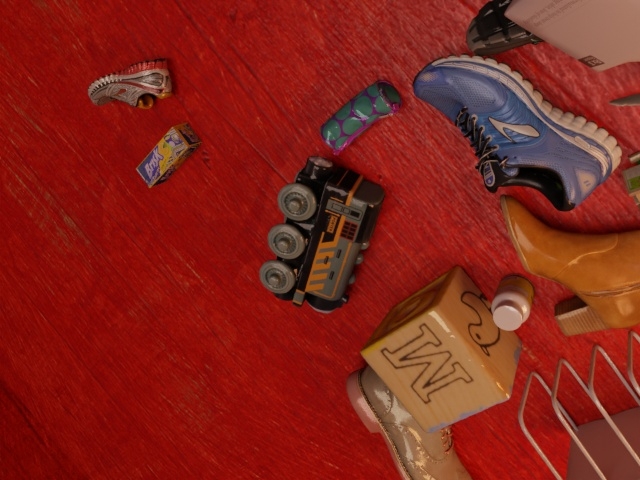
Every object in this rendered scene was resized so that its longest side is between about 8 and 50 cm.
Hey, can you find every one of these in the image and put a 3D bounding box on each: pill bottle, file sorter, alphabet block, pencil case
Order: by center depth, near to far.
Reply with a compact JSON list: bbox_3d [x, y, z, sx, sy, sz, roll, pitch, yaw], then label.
[{"bbox_3d":[0.496,0.273,0.878,0.278,0.193,0.173,-37,88,34],"label":"file sorter"},{"bbox_3d":[0.337,0.110,0.936,0.065,0.116,0.065,11,116,24],"label":"pill bottle"},{"bbox_3d":[0.072,-0.224,0.969,0.152,0.065,0.070,-32,68,35],"label":"pencil case"},{"bbox_3d":[0.227,0.200,0.991,0.193,0.192,0.197,-40,90,32],"label":"alphabet block"}]

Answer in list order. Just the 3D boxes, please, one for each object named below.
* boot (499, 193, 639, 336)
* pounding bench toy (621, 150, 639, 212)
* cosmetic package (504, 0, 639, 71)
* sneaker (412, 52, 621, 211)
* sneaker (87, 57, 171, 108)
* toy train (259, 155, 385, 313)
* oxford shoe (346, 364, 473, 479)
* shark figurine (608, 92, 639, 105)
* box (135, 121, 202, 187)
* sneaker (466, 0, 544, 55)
[{"bbox_3d":[0.443,0.012,0.859,0.211,0.104,0.295,-28,101,28],"label":"boot"},{"bbox_3d":[0.499,-0.089,0.809,0.052,0.083,0.065,-24,129,36],"label":"pounding bench toy"},{"bbox_3d":[0.381,-0.389,0.542,0.156,0.217,0.384,31,95,-5],"label":"cosmetic package"},{"bbox_3d":[0.278,-0.161,0.817,0.330,0.130,0.147,35,84,12],"label":"sneaker"},{"bbox_3d":[-0.424,-0.329,1.175,0.225,0.088,0.092,-6,109,30],"label":"sneaker"},{"bbox_3d":[0.000,0.000,1.065,0.190,0.142,0.333,21,120,8],"label":"toy train"},{"bbox_3d":[0.225,0.415,1.116,0.146,0.140,0.397,-40,91,27],"label":"oxford shoe"},{"bbox_3d":[0.503,-0.310,0.703,0.116,0.166,0.278,45,147,35],"label":"shark figurine"},{"bbox_3d":[-0.347,-0.192,1.212,0.169,0.054,0.059,-35,91,35],"label":"box"},{"bbox_3d":[0.342,-0.312,0.742,0.268,0.106,0.101,-17,59,21],"label":"sneaker"}]
